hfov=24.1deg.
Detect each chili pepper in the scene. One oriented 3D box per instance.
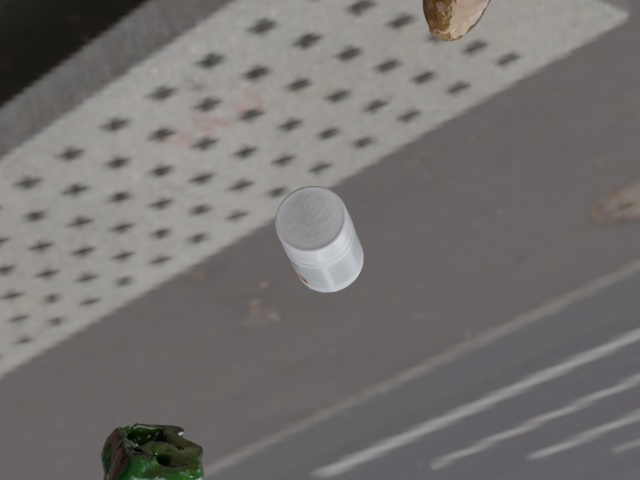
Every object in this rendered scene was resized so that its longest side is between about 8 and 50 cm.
[{"bbox_3d":[-0.114,0.229,0.849,0.083,0.253,0.099,11,172,-8],"label":"chili pepper"}]

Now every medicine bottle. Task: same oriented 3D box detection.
[{"bbox_3d":[0.000,0.000,1.149,0.057,0.057,0.089,-18,157,3],"label":"medicine bottle"}]

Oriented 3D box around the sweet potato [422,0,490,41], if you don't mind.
[{"bbox_3d":[0.150,-0.339,1.230,0.106,0.354,0.095,4,-170,-4],"label":"sweet potato"}]
